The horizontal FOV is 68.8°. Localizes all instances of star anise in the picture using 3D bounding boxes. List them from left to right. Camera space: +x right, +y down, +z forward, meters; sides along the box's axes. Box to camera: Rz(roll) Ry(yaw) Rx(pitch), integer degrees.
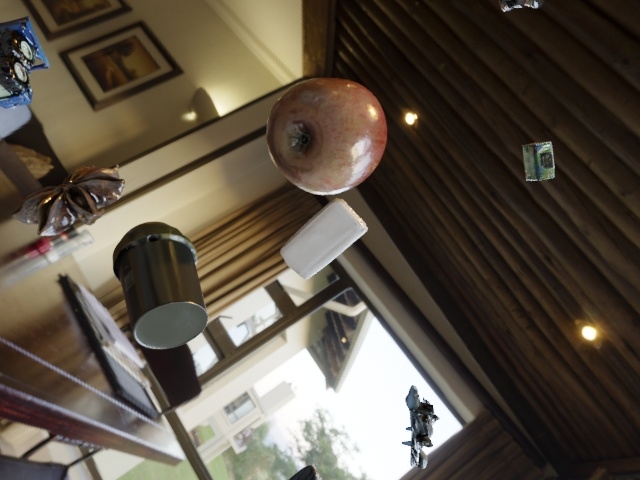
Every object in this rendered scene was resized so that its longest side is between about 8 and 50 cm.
[{"bbox_3d":[-0.466,-0.079,0.896,0.196,0.212,0.073,24,-39,39],"label":"star anise"}]

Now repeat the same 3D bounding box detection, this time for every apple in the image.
[{"bbox_3d":[0.004,-0.281,1.257,0.345,0.345,0.269,49,22,26],"label":"apple"}]

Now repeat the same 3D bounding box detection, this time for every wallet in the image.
[{"bbox_3d":[0.000,0.000,0.945,0.095,0.190,0.033,48,27,-6],"label":"wallet"}]

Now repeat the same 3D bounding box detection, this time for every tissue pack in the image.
[{"bbox_3d":[0.675,-0.244,1.428,0.085,0.079,0.111,-111,-170,-81],"label":"tissue pack"}]

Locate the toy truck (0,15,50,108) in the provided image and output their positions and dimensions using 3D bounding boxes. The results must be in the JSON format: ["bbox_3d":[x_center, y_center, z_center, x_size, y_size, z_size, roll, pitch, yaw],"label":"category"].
[{"bbox_3d":[-0.654,-0.367,0.978,0.126,0.113,0.208,78,2,-62],"label":"toy truck"}]

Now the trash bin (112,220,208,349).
[{"bbox_3d":[-0.411,0.092,1.199,0.334,0.214,0.214,56,-15,39],"label":"trash bin"}]

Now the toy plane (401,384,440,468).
[{"bbox_3d":[0.229,0.407,1.066,0.078,0.169,0.246,11,-49,20],"label":"toy plane"}]

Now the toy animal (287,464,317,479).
[{"bbox_3d":[-0.003,0.385,0.514,0.255,0.176,0.239,-34,-88,33],"label":"toy animal"}]

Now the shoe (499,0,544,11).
[{"bbox_3d":[0.566,-0.777,1.350,0.137,0.291,0.114,-8,-22,36],"label":"shoe"}]
